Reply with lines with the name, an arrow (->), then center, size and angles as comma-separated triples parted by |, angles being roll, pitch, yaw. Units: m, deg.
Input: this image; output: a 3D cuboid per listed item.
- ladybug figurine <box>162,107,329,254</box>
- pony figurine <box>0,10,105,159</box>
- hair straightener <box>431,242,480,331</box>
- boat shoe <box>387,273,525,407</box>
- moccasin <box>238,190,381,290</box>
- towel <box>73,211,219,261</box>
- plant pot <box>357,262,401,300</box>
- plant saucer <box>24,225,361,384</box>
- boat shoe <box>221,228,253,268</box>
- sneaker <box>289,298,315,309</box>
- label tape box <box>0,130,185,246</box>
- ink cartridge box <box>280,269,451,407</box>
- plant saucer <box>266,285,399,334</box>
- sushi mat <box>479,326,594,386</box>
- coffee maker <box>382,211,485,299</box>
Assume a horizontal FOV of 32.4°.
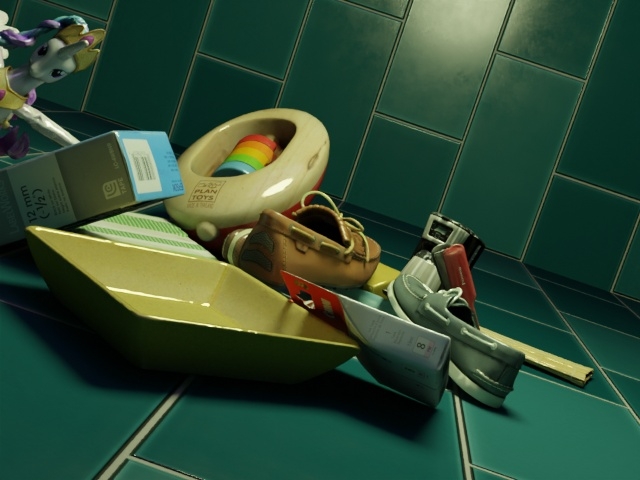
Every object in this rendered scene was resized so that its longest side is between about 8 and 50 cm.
ladybug figurine -> -0.137, -0.108, 2.150 | 0.305, 0.161, 0.449 | 3, 32, 23
pony figurine -> -0.500, -0.211, 1.699 | 0.302, 0.363, 0.351 | 58, -13, -11
hair straightener -> 0.231, 0.110, 1.802 | 0.047, 0.230, 0.089 | -27, 15, -19
boat shoe -> 0.210, 0.129, 1.703 | 0.116, 0.099, 0.319 | 23, 17, -34
moccasin -> -0.002, -0.001, 1.855 | 0.139, 0.147, 0.380 | 23, 9, 33
towel -> -0.306, 0.004, 1.847 | 0.248, 0.038, 0.325 | 12, 12, -33
plant pot -> 0.097, 0.092, 2.023 | 0.081, 0.081, 0.083 | 24, 20, 33
plant saucer -> -0.172, 0.090, 1.374 | 0.333, 0.081, 0.333 | 13, 10, -39
boat shoe -> -0.124, 0.027, 1.936 | 0.095, 0.095, 0.257 | 18, -5, 22
sneaker -> -0.063, 0.114, 1.600 | 0.067, 0.064, 0.175 | 0, -6, 23
label tape box -> -0.404, -0.061, 1.631 | 0.348, 0.115, 0.249 | -19, 2, 10
ink cartridge box -> 0.055, 0.131, 1.432 | 0.232, 0.066, 0.189 | 18, -18, 12
plant saucer -> 0.036, 0.117, 1.827 | 0.318, 0.043, 0.317 | 18, 8, -3
sushi mat -> 0.358, 0.201, 2.086 | 0.317, 0.019, 0.151 | 21, 9, 21
coffee maker -> 0.206, 0.053, 1.991 | 0.120, 0.178, 0.171 | 31, -5, 7
